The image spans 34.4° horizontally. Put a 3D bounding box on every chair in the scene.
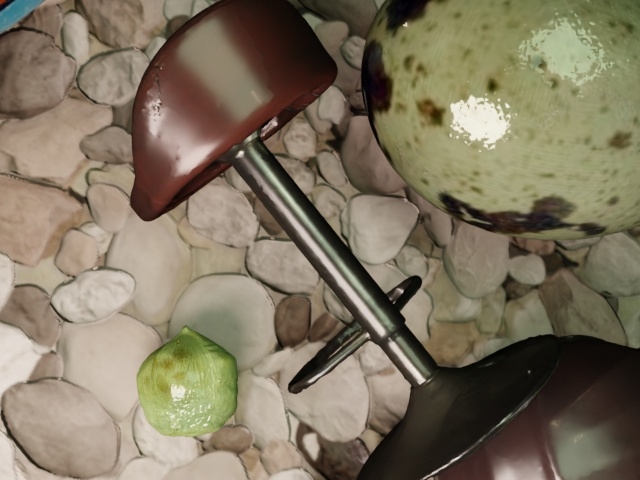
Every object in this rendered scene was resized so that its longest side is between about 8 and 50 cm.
[{"bbox_3d":[0.000,0.000,0.889,0.226,0.226,0.401,-39,94,-26],"label":"chair"}]

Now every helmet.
[{"bbox_3d":[0.265,0.196,0.979,0.306,0.177,0.224,-17,81,-24],"label":"helmet"}]

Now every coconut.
[{"bbox_3d":[-0.113,0.121,0.890,0.088,0.088,0.096,-6,84,-24],"label":"coconut"}]

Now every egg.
[{"bbox_3d":[0.221,-0.143,0.987,0.380,0.288,0.287,2,75,-29],"label":"egg"}]

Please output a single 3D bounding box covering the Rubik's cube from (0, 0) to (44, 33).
[{"bbox_3d":[-0.310,-0.304,0.781,0.256,0.253,0.259,-34,94,3],"label":"Rubik's cube"}]
